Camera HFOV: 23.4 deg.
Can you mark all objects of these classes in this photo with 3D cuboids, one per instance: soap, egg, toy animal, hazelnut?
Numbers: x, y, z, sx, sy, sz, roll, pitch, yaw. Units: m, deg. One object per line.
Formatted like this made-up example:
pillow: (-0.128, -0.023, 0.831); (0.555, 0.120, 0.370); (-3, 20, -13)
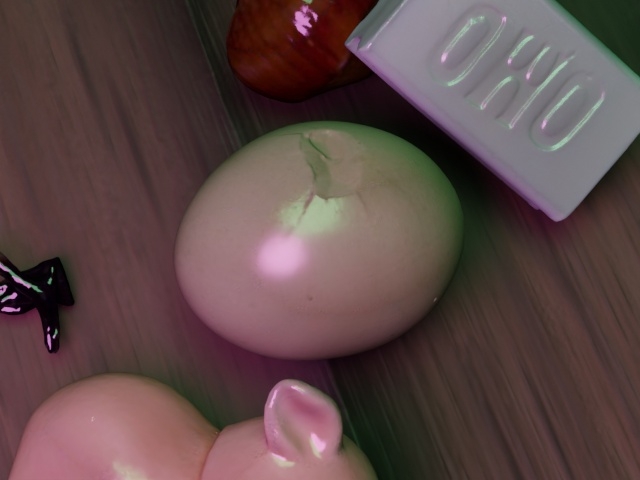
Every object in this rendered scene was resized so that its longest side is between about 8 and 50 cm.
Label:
soap: (0.175, -0.160, 1.471); (0.265, 0.087, 0.160); (39, 94, -18)
egg: (0.000, 0.000, 1.409); (0.269, 0.219, 0.219); (-10, 65, -21)
toy animal: (-0.101, 0.225, 1.321); (0.326, 0.237, 0.269); (41, 82, 18)
hazelnut: (-0.001, -0.237, 1.554); (0.161, 0.170, 0.201); (9, 52, 22)
toy animal: (-0.387, 0.084, 1.427); (0.324, 0.090, 0.195); (-35, 71, -18)
